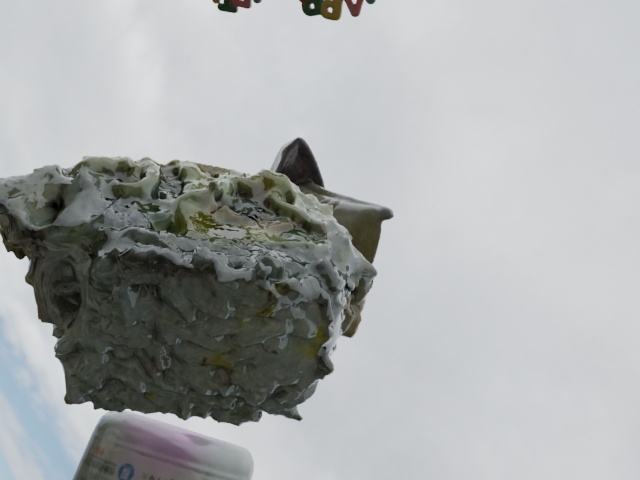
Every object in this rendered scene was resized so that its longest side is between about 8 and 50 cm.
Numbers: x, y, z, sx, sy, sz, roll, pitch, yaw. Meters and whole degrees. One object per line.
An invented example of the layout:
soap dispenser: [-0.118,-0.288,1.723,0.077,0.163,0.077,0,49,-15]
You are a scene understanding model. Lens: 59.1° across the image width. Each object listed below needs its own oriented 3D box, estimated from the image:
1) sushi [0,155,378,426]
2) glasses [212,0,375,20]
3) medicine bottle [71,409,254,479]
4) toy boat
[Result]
sushi: [-0.094,0.026,0.408,0.184,0.274,0.140,-104,-157,-61]
glasses: [-0.037,-0.316,0.590,0.255,0.095,0.162,16,-71,19]
medicine bottle: [-0.259,0.436,0.823,0.256,0.325,0.256,15,-23,7]
toy boat: [-0.013,0.003,0.895,0.293,0.111,0.276,-126,-144,-48]
